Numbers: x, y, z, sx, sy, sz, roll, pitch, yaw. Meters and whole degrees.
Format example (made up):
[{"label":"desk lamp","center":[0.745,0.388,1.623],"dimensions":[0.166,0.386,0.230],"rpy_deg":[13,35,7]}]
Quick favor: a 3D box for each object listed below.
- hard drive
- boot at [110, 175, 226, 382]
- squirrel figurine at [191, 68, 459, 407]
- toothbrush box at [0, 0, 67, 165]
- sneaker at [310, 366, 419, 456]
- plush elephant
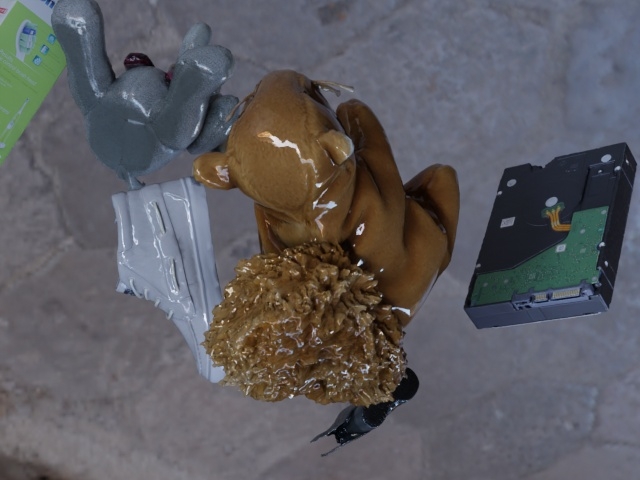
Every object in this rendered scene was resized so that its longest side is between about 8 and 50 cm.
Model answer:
[{"label":"hard drive","center":[0.385,-0.008,1.959],"dimensions":[0.237,0.339,0.064],"rpy_deg":[-12,129,34]},{"label":"boot","center":[-0.188,0.056,1.447],"dimensions":[0.123,0.095,0.258],"rpy_deg":[-10,97,-11]},{"label":"squirrel figurine","center":[0.000,0.000,1.412],"dimensions":[0.281,0.397,0.370],"rpy_deg":[-2,154,14]},{"label":"toothbrush box","center":[-0.481,-0.251,1.702],"dimensions":[0.122,0.206,0.283],"rpy_deg":[40,77,-39]},{"label":"sneaker","center":[0.065,0.239,1.660],"dimensions":[0.089,0.051,0.170],"rpy_deg":[-37,179,42]},{"label":"plush elephant","center":[-0.213,-0.203,1.731],"dimensions":[0.272,0.255,0.330],"rpy_deg":[15,122,17]}]
